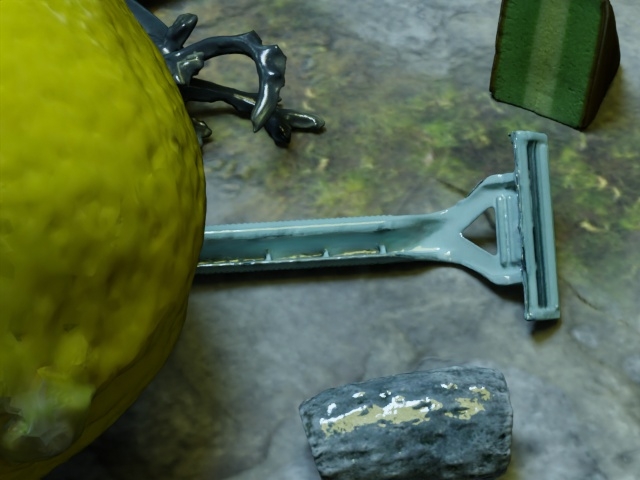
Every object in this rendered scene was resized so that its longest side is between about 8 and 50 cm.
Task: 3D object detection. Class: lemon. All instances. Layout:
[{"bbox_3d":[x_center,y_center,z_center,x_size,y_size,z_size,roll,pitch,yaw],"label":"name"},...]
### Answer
[{"bbox_3d":[-0.216,-0.029,0.829,0.336,0.336,0.336,1,50,-1],"label":"lemon"}]

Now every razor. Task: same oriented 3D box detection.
[{"bbox_3d":[-0.001,0.001,0.979,0.278,0.056,0.111,-4,86,3],"label":"razor"}]

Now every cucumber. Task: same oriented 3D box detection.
[{"bbox_3d":[0.045,0.102,0.884,0.112,0.064,0.064,-5,50,-6],"label":"cucumber"}]

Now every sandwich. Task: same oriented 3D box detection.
[{"bbox_3d":[0.157,-0.143,1.055,0.074,0.116,0.074,22,54,15],"label":"sandwich"}]

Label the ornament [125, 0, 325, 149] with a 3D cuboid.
[{"bbox_3d":[-0.073,-0.153,1.088,0.202,0.080,0.236,-34,56,-22],"label":"ornament"}]
